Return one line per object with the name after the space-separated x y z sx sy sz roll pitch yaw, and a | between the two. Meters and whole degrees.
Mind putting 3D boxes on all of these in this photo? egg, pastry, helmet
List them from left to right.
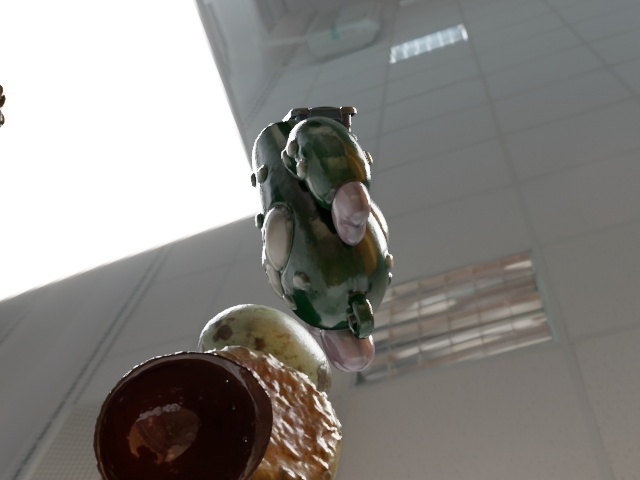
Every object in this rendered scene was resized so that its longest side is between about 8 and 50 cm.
-0.143 0.185 0.833 0.175 0.155 0.106 -27 -176 -25 | helmet
-0.093 0.252 1.097 0.120 0.257 0.235 -54 -142 30 | pastry
-0.085 0.195 1.347 0.169 0.231 0.169 -52 -158 31 | egg

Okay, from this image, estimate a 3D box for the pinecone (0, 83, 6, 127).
-0.464 -0.181 0.956 0.222 0.221 0.221 -18 -159 7 | pinecone

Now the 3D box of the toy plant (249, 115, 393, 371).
0.001 -0.003 0.769 0.113 0.232 0.243 -13 -157 -14 | toy plant

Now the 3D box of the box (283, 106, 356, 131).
-0.002 -0.120 0.971 0.074 0.054 0.099 -2 180 -9 | box
